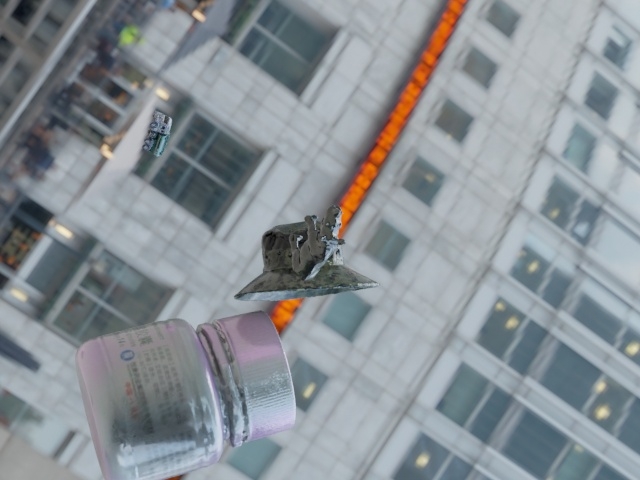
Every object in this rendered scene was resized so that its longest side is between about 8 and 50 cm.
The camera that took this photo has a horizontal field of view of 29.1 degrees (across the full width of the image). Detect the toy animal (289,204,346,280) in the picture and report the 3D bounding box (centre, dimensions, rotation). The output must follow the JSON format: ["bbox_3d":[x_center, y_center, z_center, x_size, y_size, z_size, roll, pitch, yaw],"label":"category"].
[{"bbox_3d":[0.000,0.000,1.563,0.135,0.047,0.065,-49,-145,48],"label":"toy animal"}]

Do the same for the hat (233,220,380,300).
[{"bbox_3d":[-0.030,0.031,2.062,0.265,0.265,0.128,164,-82,-69],"label":"hat"}]

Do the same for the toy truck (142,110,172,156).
[{"bbox_3d":[-0.303,-0.198,2.301,0.039,0.044,0.083,-85,-163,-52],"label":"toy truck"}]

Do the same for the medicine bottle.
[{"bbox_3d":[-0.224,0.253,2.044,0.325,0.256,0.256,-14,-174,-14],"label":"medicine bottle"}]
